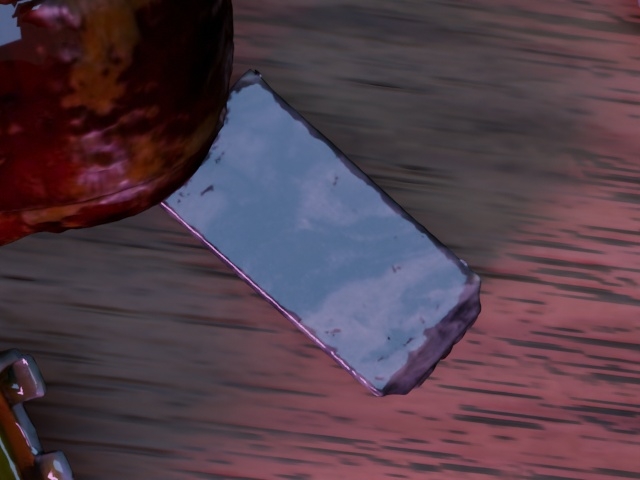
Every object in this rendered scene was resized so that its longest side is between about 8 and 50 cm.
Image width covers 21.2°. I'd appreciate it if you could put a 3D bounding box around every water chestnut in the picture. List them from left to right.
[{"bbox_3d":[-0.173,-0.118,0.841,0.289,0.244,0.289,0,89,20],"label":"water chestnut"}]

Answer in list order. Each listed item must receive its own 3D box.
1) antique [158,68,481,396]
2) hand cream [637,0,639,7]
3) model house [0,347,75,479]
[{"bbox_3d":[0.000,0.000,0.934,0.183,0.086,0.088,43,91,-4],"label":"antique"},{"bbox_3d":[0.327,-0.112,0.946,0.306,0.093,0.147,20,86,-6],"label":"hand cream"},{"bbox_3d":[-0.234,0.180,0.866,0.198,0.215,0.224,-28,96,-40],"label":"model house"}]
